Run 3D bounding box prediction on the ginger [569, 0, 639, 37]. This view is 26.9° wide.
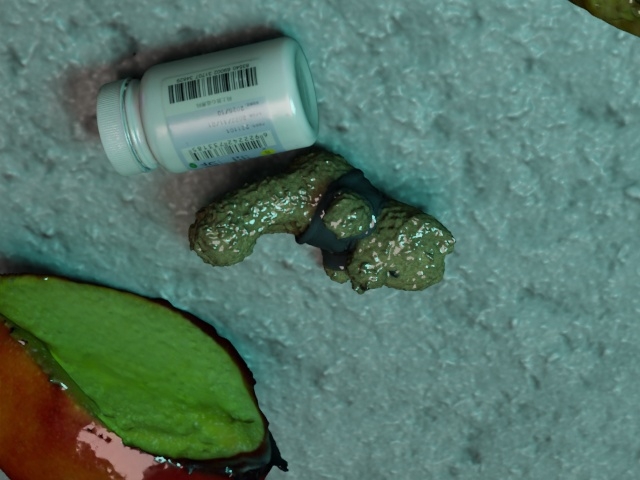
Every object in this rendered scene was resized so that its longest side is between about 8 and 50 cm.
[{"bbox_3d":[0.200,-0.262,1.059,0.321,0.172,0.165,18,165,8],"label":"ginger"}]

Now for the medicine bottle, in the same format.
[{"bbox_3d":[-0.102,-0.119,1.223,0.186,0.103,0.103,-11,123,11],"label":"medicine bottle"}]

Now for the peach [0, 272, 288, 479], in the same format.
[{"bbox_3d":[-0.231,0.182,1.341,0.361,0.258,0.201,27,116,-17],"label":"peach"}]

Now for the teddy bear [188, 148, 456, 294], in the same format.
[{"bbox_3d":[0.002,-0.021,1.276,0.251,0.182,0.129,11,88,-2],"label":"teddy bear"}]
